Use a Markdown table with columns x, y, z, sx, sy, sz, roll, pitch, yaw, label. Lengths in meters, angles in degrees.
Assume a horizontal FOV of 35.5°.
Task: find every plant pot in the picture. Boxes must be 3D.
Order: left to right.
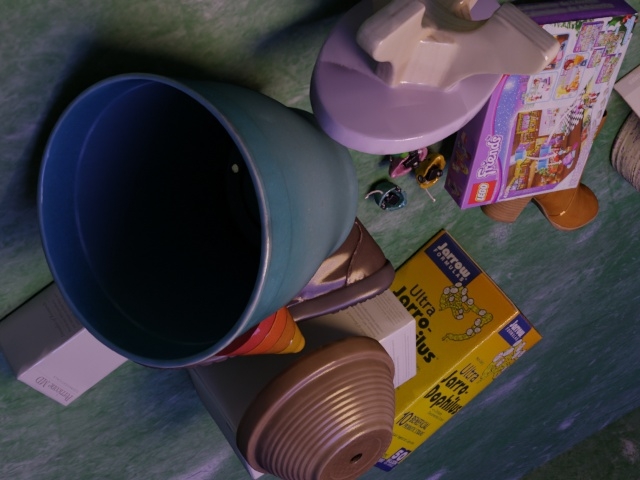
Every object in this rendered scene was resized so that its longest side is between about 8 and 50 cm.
| x | y | z | sx | sy | sz | roll | pitch | yaw | label |
| --- | --- | --- | --- | --- | --- | --- | --- | --- | --- |
| -0.098 | -0.036 | 1.016 | 0.272 | 0.271 | 0.255 | -55 | 161 | 26 | plant pot |
| 0.017 | 0.245 | 1.312 | 0.237 | 0.110 | 0.237 | -26 | 144 | -21 | plant pot |

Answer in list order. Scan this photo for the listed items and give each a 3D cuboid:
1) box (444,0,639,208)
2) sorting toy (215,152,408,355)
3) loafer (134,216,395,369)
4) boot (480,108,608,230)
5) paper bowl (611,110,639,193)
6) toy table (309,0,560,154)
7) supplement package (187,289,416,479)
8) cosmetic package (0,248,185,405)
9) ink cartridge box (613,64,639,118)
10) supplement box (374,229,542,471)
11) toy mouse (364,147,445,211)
| x | y | z | sx | sy | sz | roll | pitch | yaw | label |
| --- | --- | --- | --- | --- | --- | --- | --- | --- | --- |
| 0.294 | -0.185 | 1.363 | 0.201 | 0.057 | 0.293 | -11 | 135 | -22 | box |
| 0.000 | 0.000 | 1.219 | 0.126 | 0.127 | 0.365 | 35 | 86 | -39 | sorting toy |
| -0.087 | 0.059 | 1.311 | 0.366 | 0.130 | 0.134 | -21 | -171 | -17 | loafer |
| 0.401 | -0.123 | 1.597 | 0.295 | 0.104 | 0.211 | -3 | 135 | -41 | boot |
| 0.668 | -0.185 | 1.770 | 0.284 | 0.148 | 0.284 | -27 | 149 | -18 | paper bowl |
| 0.112 | -0.224 | 1.017 | 0.274 | 0.252 | 0.161 | -55 | 175 | -31 | toy table |
| -0.029 | 0.169 | 1.440 | 0.293 | 0.175 | 0.177 | -30 | 149 | -15 | supplement package |
| -0.249 | 0.083 | 1.168 | 0.231 | 0.085 | 0.117 | -39 | 150 | -3 | cosmetic package |
| 0.661 | -0.227 | 1.612 | 0.296 | 0.261 | 0.066 | -37 | 167 | -4 | ink cartridge box |
| 0.157 | 0.189 | 1.662 | 0.356 | 0.195 | 0.194 | -43 | 151 | 5 | supplement box |
| 0.110 | -0.091 | 1.385 | 0.143 | 0.031 | 0.161 | -24 | 147 | -25 | toy mouse |
